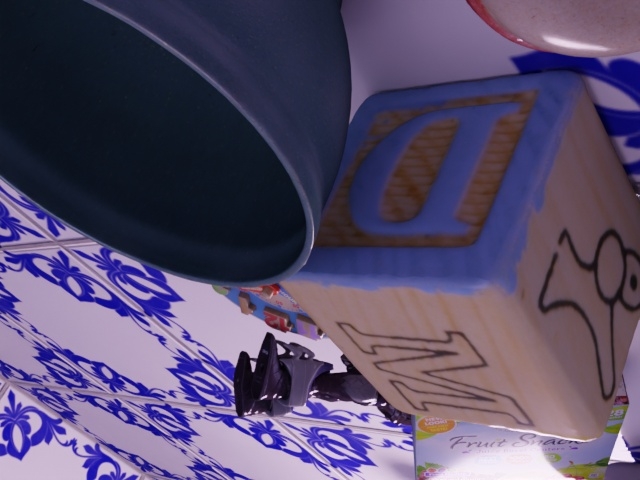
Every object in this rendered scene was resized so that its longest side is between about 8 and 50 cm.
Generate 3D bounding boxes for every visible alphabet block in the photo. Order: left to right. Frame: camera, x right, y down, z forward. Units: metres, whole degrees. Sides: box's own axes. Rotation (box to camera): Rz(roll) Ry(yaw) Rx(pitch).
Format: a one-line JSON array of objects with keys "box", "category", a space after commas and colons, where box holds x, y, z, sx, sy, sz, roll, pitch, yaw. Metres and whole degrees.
[{"box": [0.117, 0.013, 0.679, 0.193, 0.192, 0.197, 3, 143, 42], "category": "alphabet block"}]

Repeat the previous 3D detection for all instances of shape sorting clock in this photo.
[{"box": [-0.048, 0.041, 0.931, 0.206, 0.040, 0.206, 21, 152, 11], "category": "shape sorting clock"}]

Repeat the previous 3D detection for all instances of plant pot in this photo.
[{"box": [-0.100, -0.132, 0.610, 0.293, 0.196, 0.293, 20, 152, 11], "category": "plant pot"}]

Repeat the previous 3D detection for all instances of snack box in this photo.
[{"box": [0.200, 0.190, 0.944, 0.207, 0.070, 0.174, -4, 141, 3], "category": "snack box"}]

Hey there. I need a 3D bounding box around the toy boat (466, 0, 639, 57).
[{"box": [0.109, -0.198, 0.388, 0.151, 0.151, 0.231, -15, 115, -2], "category": "toy boat"}]

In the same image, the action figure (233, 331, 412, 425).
[{"box": [0.047, 0.174, 1.074, 0.285, 0.099, 0.185, 10, 169, -25], "category": "action figure"}]

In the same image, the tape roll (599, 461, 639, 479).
[{"box": [0.373, 0.368, 1.031, 0.219, 0.219, 0.072, 41, 149, -25], "category": "tape roll"}]
